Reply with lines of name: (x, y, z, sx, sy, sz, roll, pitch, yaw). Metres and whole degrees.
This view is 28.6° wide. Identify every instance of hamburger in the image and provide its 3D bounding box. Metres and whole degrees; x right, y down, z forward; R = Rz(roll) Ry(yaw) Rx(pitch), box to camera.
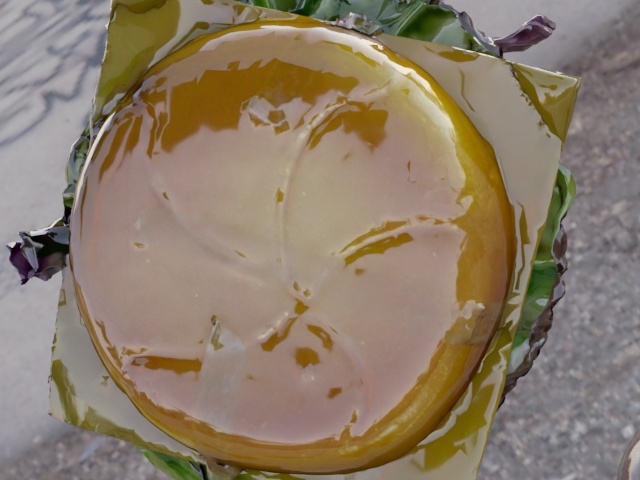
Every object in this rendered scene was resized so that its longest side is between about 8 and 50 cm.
hamburger: (-0.003, 0.003, 0.394, 0.189, 0.164, 0.093, -65, -11, 9)

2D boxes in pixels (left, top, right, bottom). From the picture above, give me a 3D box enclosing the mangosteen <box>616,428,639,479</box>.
mangosteen: (0.393, 0.183, 0.918, 0.382, 0.435, 0.382, -24, 62, 57)
